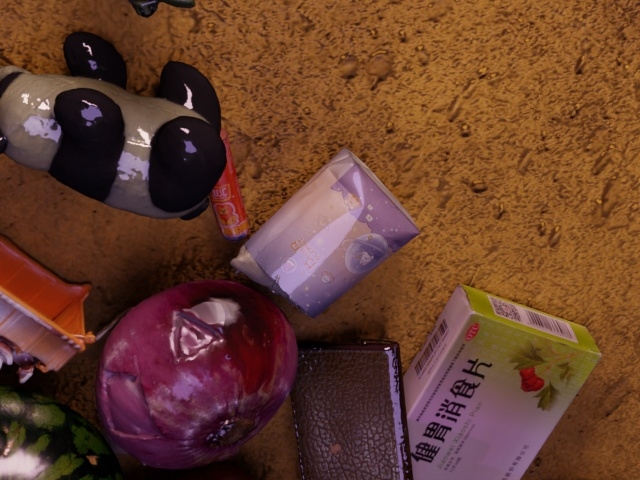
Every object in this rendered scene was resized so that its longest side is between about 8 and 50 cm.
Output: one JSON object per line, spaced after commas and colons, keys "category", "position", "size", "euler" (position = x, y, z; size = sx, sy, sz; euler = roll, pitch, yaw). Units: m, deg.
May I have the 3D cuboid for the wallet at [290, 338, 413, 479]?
{"category": "wallet", "position": [0.037, 0.225, 1.513], "size": [0.133, 0.039, 0.243], "euler": [-2, 110, 18]}

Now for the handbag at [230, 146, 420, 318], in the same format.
{"category": "handbag", "position": [0.000, 0.000, 1.392], "size": [0.173, 0.095, 0.117], "euler": [-41, 113, 4]}

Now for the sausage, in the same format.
{"category": "sausage", "position": [-0.097, -0.049, 1.371], "size": [0.034, 0.034, 0.129], "euler": [-13, 122, -4]}

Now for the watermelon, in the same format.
{"category": "watermelon", "position": [-0.342, 0.283, 1.373], "size": [0.285, 0.285, 0.285], "euler": [-5, 121, -9]}

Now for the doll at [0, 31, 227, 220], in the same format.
{"category": "doll", "position": [-0.195, -0.100, 1.257], "size": [0.234, 0.143, 0.135], "euler": [19, 119, -17]}

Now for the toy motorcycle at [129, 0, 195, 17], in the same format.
{"category": "toy motorcycle", "position": [-0.155, -0.321, 1.102], "size": [0.127, 0.205, 0.275], "euler": [-17, 127, 0]}

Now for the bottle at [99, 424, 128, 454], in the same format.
{"category": "bottle", "position": [-0.203, 0.185, 1.481], "size": [0.045, 0.045, 0.096], "euler": [22, 112, -22]}

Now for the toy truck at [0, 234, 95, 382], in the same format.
{"category": "toy truck", "position": [-0.354, 0.032, 1.320], "size": [0.135, 0.114, 0.270], "euler": [-43, 121, 14]}

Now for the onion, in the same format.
{"category": "onion", "position": [-0.118, 0.124, 1.374], "size": [0.207, 0.200, 0.200], "euler": [17, 115, -23]}

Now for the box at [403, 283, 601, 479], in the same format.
{"category": "box", "position": [0.178, 0.190, 1.552], "size": [0.175, 0.062, 0.260], "euler": [19, 116, -21]}

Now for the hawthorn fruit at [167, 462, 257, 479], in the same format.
{"category": "hawthorn fruit", "position": [-0.133, 0.366, 1.481], "size": [0.230, 0.266, 0.210], "euler": [-9, 103, -10]}
